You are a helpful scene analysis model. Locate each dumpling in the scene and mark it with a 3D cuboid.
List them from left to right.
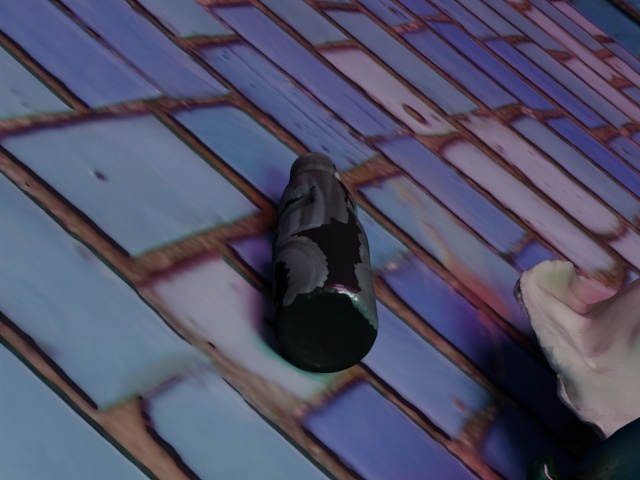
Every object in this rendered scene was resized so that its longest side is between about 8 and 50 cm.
[{"bbox_3d":[0.250,0.091,0.895,0.260,0.181,0.341,30,41,28],"label":"dumpling"}]

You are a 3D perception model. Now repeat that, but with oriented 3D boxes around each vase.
[{"bbox_3d":[0.000,0.000,0.834,0.060,0.060,0.211,29,24,-17],"label":"vase"}]

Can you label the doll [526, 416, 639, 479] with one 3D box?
[{"bbox_3d":[0.225,0.191,0.622,0.322,0.186,0.198,32,33,-10],"label":"doll"}]
